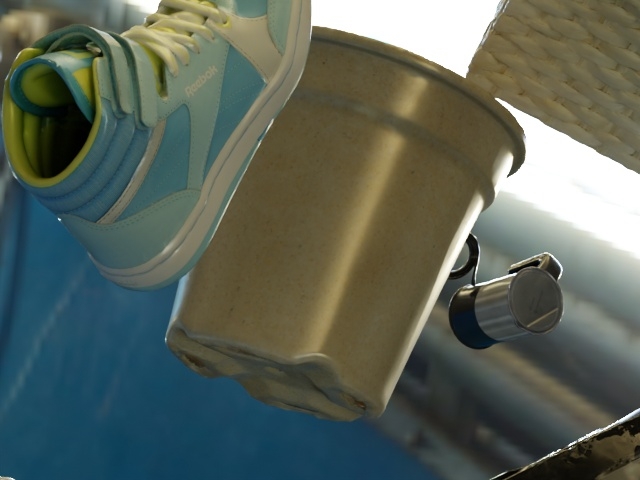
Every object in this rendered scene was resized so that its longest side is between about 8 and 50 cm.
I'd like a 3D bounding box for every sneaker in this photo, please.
[{"bbox_3d":[-0.126,-0.140,1.516,0.127,0.319,0.208,7,158,35],"label":"sneaker"}]

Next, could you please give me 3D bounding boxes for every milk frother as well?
[{"bbox_3d":[0.211,0.052,2.454,0.143,0.129,0.134,30,156,-22],"label":"milk frother"}]

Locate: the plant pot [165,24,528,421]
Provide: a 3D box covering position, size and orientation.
[{"bbox_3d":[0.000,0.000,1.941,0.333,0.305,0.334,18,164,5],"label":"plant pot"}]

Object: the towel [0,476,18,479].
[{"bbox_3d":[-0.364,0.361,2.108,0.235,0.121,0.284,13,-158,1],"label":"towel"}]

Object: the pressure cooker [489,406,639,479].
[{"bbox_3d":[0.309,0.406,1.985,0.370,0.420,0.375,-27,170,10],"label":"pressure cooker"}]

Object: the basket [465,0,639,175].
[{"bbox_3d":[0.364,-0.265,2.023,0.331,0.328,0.266,30,-128,1],"label":"basket"}]
